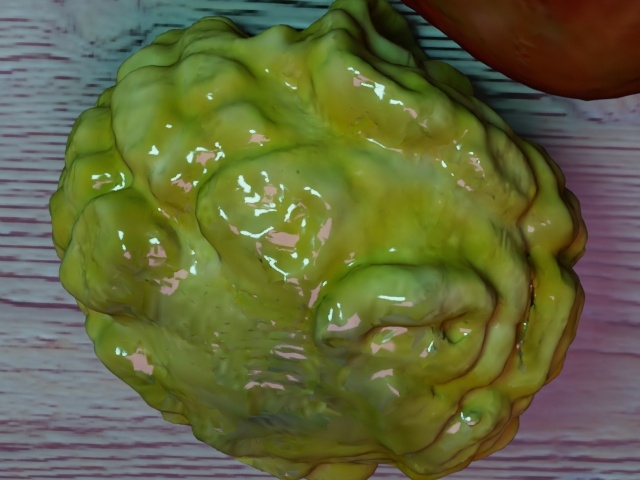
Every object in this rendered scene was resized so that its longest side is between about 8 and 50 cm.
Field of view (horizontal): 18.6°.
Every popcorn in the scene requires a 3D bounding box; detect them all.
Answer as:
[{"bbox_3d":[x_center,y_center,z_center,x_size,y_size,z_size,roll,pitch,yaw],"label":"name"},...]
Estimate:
[{"bbox_3d":[0.000,0.000,0.882,0.250,0.190,0.250,6,144,5],"label":"popcorn"}]

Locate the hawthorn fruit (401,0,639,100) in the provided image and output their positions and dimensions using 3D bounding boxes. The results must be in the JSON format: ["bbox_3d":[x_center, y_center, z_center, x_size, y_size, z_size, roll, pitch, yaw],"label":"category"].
[{"bbox_3d":[0.102,-0.171,0.633,0.265,0.307,0.265,-3,130,-4],"label":"hawthorn fruit"}]
